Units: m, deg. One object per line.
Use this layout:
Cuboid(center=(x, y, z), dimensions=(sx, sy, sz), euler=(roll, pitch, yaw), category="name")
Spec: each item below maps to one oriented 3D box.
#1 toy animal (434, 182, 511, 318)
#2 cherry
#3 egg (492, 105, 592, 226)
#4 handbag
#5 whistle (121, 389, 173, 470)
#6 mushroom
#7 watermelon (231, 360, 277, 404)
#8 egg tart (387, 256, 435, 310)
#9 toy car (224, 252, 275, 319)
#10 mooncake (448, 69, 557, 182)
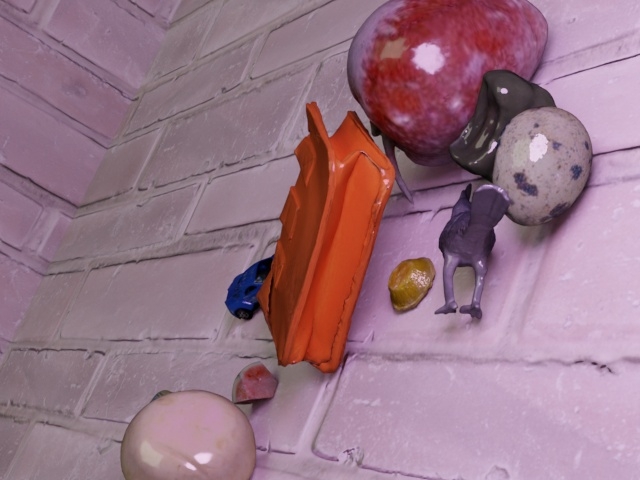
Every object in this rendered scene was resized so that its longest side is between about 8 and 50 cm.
Cuboid(center=(0.217, 0.016, 1.587), dimensions=(0.367, 0.081, 0.206), euler=(-48, -33, -86), category="toy animal")
Cuboid(center=(0.200, -0.286, 1.813), dimensions=(0.335, 0.291, 0.326), euler=(-42, 3, -21), category="cherry")
Cuboid(center=(0.315, -0.105, 1.545), dimensions=(0.141, 0.141, 0.182), euler=(-4, 63, 59), category="egg")
Cuboid(center=(0.000, 0.000, 1.859), dimensions=(0.303, 0.116, 0.410), euler=(-111, 33, -61), category="handbag")
Cuboid(center=(-0.363, 0.406, 2.266), dimensions=(0.198, 0.057, 0.104), euler=(-59, 25, -5), category="whistle")
Cuboid(center=(-0.229, 0.387, 1.910), dimensions=(0.246, 0.202, 0.246), euler=(-7, 30, 4), category="mushroom")
Cuboid(center=(-0.125, 0.278, 1.993), dimensions=(0.072, 0.084, 0.092), euler=(47, 144, 42), category="watermelon")
Cuboid(center=(0.144, 0.066, 1.774), dimensions=(0.105, 0.039, 0.105), euler=(-42, 28, 29), category="egg tart")
Cuboid(center=(-0.120, 0.083, 2.187), dimensions=(0.216, 0.063, 0.103), euler=(-35, 34, 40), category="toy car")
Cuboid(center=(0.280, -0.173, 1.652), dimensions=(0.168, 0.175, 0.104), euler=(-13, 26, -5), category="mooncake")
